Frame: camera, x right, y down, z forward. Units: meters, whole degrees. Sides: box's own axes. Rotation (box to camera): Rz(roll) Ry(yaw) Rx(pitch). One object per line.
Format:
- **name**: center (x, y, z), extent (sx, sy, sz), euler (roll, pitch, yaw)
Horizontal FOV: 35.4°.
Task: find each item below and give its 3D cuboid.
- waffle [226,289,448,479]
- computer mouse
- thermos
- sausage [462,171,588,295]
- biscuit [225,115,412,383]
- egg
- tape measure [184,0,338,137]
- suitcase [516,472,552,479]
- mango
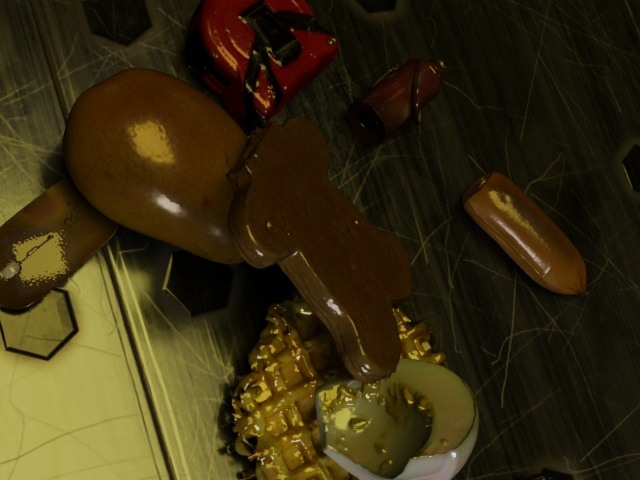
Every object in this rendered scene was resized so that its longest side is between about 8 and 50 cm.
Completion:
- **waffle**: center (0.037, 0.267, 1.677), extent (0.379, 0.095, 0.382), euler (26, 67, -15)
- **computer mouse**: center (-0.427, 0.002, 1.568), extent (0.126, 0.056, 0.245), euler (48, 62, -3)
- **thermos**: center (0.156, -0.283, 1.913), extent (0.124, 0.099, 0.232), euler (28, 54, 29)
- **sausage**: center (0.411, 0.002, 1.933), extent (0.328, 0.112, 0.112), euler (44, 61, -9)
- **biscuit**: center (0.000, 0.000, 1.591), extent (0.394, 0.076, 0.368), euler (48, 31, -22)
- **egg**: center (0.134, 0.304, 1.551), extent (0.206, 0.271, 0.162), euler (-30, 126, -38)
- **tape measure**: center (-0.114, -0.347, 1.791), extent (0.260, 0.114, 0.253), euler (47, 60, -4)
- **suitcase**: center (0.361, 0.467, 1.782), extent (0.126, 0.059, 0.086), euler (-11, 78, -25)
- **mango**: center (-0.232, -0.116, 1.608), extent (0.378, 0.221, 0.264), euler (40, 51, -20)
